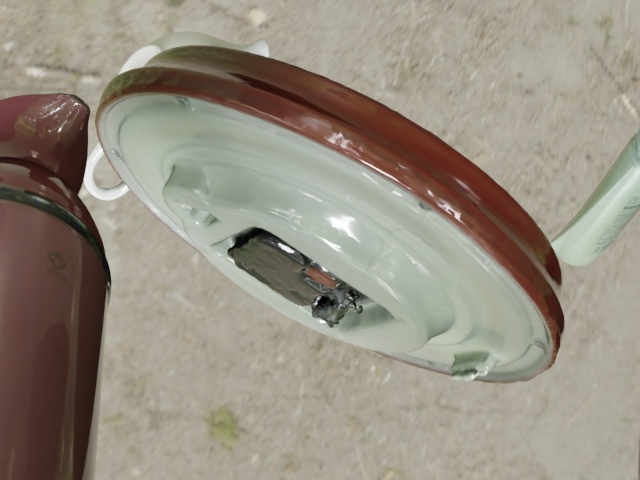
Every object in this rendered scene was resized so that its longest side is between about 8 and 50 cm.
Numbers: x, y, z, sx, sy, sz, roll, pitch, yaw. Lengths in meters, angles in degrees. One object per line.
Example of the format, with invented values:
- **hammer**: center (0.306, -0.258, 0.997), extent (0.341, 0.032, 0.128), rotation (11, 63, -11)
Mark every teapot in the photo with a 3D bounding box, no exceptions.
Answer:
- **teapot**: center (-0.154, -0.130, 1.377), extent (0.226, 0.145, 0.092), rotation (-44, 129, 11)

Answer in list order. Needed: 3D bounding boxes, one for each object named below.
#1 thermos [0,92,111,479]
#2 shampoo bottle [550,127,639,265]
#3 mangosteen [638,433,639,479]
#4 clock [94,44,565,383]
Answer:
- **thermos**: center (-0.146, 0.073, 0.577), extent (0.109, 0.330, 0.136), rotation (11, 132, -14)
- **shampoo bottle**: center (0.296, -0.046, 1.404), extent (0.049, 0.072, 0.212), rotation (57, 148, 20)
- **mangosteen**: center (0.441, 0.174, 1.195), extent (0.381, 0.421, 0.381), rotation (-9, 147, -6)
- **clock**: center (0.000, 0.000, 0.870), extent (0.318, 0.318, 0.080), rotation (29, 73, 0)
